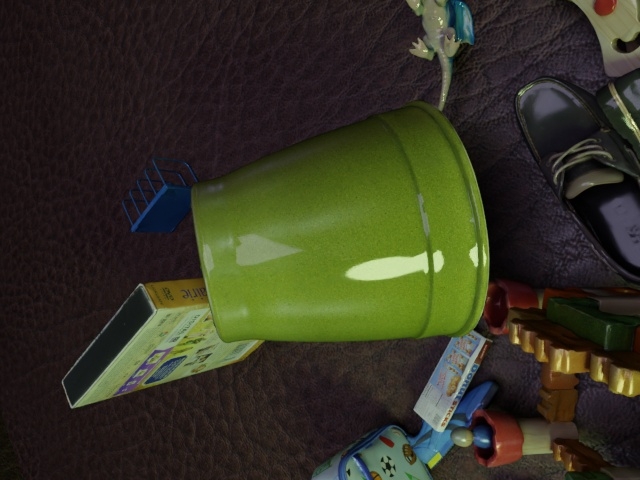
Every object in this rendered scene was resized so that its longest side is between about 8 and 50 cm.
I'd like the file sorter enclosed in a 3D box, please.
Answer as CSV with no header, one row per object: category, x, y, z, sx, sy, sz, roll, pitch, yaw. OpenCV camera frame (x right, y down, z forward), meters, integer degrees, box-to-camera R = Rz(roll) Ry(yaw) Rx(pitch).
file sorter,-0.395,-0.111,1.256,0.170,0.118,0.105,-43,67,28

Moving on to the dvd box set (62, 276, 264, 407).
dvd box set,-0.226,0.173,0.978,0.307,0.420,0.062,-45,66,28

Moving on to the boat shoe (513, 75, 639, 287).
boat shoe,0.395,-0.095,0.718,0.132,0.130,0.356,-38,72,29

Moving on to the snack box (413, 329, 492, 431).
snack box,0.227,0.236,0.876,0.064,0.022,0.178,32,96,57

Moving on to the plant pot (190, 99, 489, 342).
plant pot,0.000,0.000,0.765,0.352,0.366,0.367,-11,86,-9

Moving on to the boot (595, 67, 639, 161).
boot,0.475,-0.153,0.649,0.198,0.077,0.137,45,133,-10

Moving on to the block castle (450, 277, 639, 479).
block castle,0.331,0.224,0.594,0.212,0.453,0.303,1,98,-10

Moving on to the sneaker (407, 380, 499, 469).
sneaker,0.228,0.310,0.893,0.082,0.069,0.209,45,116,27

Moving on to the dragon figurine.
dragon figurine,0.207,-0.361,0.855,0.085,0.144,0.289,-7,108,32

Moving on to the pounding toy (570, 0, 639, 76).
pounding toy,0.456,-0.327,0.702,0.270,0.154,0.154,52,147,31

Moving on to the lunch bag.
lunch bag,0.123,0.494,0.869,0.115,0.243,0.304,-39,71,30
